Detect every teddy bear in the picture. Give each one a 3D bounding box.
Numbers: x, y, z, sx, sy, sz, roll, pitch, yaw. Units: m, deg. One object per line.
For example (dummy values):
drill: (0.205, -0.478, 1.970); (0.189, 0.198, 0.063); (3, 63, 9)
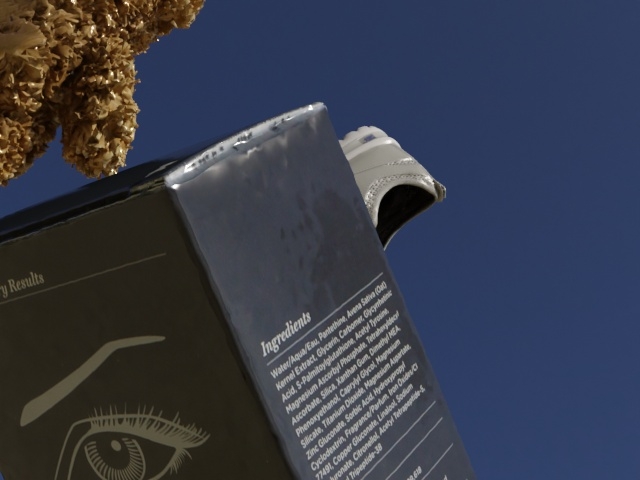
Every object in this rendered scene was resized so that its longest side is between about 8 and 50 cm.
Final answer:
teddy bear: (-0.230, -0.124, 0.868); (0.245, 0.338, 0.113); (10, -38, 11)

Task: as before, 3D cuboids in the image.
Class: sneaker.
sneaker: (0.000, 0.000, 1.107); (0.115, 0.281, 0.105); (31, -27, 33)

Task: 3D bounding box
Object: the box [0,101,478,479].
box: (-0.044, 0.069, 0.483); (0.153, 0.108, 0.207); (-14, -78, 36)
